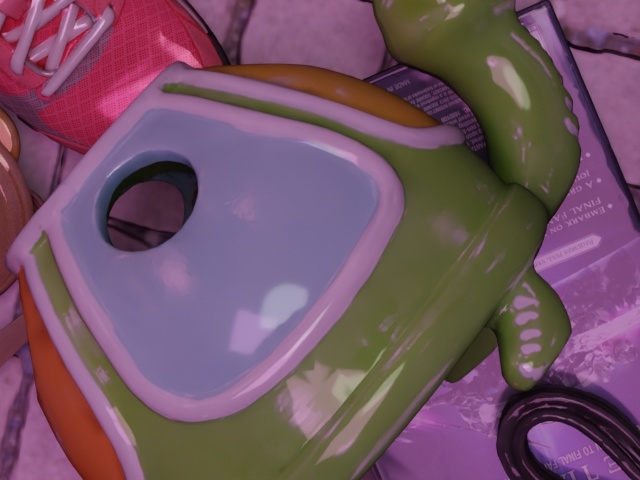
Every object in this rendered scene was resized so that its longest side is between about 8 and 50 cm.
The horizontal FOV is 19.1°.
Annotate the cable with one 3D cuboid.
[{"bbox_3d":[0.233,0.162,1.056,0.287,0.072,0.139,15,111,11],"label":"cable"}]

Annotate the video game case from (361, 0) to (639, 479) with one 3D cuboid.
[{"bbox_3d":[0.091,0.030,1.071,0.196,0.026,0.274,-23,97,7],"label":"video game case"}]

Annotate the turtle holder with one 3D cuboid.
[{"bbox_3d":[-0.007,0.009,0.938,0.227,0.243,0.320,40,108,-2],"label":"turtle holder"}]

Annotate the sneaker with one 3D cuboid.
[{"bbox_3d":[-0.184,-0.138,1.011,0.314,0.136,0.116,39,100,-2],"label":"sneaker"}]

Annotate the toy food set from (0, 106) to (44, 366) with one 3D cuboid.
[{"bbox_3d":[-0.213,-0.022,1.079,0.132,0.038,0.192,-39,96,24],"label":"toy food set"}]
